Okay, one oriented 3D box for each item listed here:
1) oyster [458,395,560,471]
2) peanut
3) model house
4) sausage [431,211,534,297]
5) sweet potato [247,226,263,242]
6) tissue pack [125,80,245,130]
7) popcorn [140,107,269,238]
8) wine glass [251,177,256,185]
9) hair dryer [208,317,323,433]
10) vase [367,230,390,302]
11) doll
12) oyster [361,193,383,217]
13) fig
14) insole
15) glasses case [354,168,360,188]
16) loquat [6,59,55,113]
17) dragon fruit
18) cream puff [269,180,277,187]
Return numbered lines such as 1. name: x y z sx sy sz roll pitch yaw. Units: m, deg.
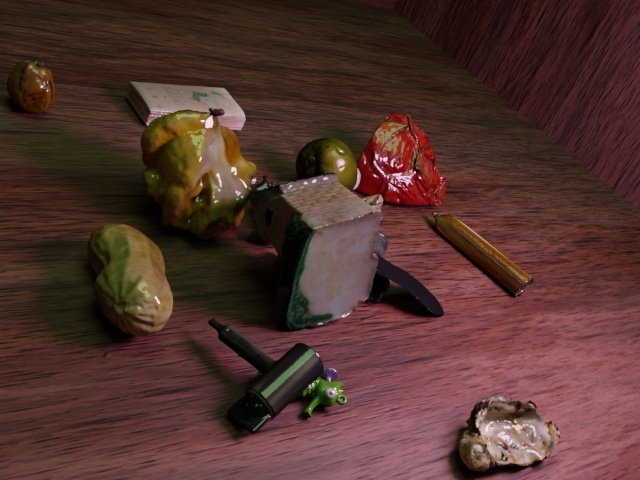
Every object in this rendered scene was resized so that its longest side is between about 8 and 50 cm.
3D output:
1. oyster: 0.400 0.425 1.633 0.295 0.094 0.166 19 48 -31
2. peanut: -0.379 0.070 1.523 0.147 0.147 0.305 8 34 -28
3. model house: -0.034 0.002 1.733 0.243 0.298 0.284 -13 42 -29
4. sausage: 0.466 0.028 2.283 0.082 0.082 0.371 -13 47 -47
5. sweet potato: -0.076 -0.036 1.894 0.219 0.065 0.051 -21 33 8
6. tissue pack: -0.397 -0.399 2.283 0.326 0.071 0.170 -5 44 -39
7. popcorn: -0.294 -0.162 1.846 0.297 0.281 0.315 -21 93 -57
8. wine glass: -0.219 -0.172 2.103 0.083 0.038 0.042 4 28 -36
9. hair dryer: -0.148 0.238 1.483 0.248 0.077 0.196 33 53 27
10. vase: 0.129 0.055 1.964 0.116 0.115 0.237 25 28 -3
11. doll: -0.039 0.293 1.523 0.190 0.050 0.115 15 41 -4
12. oyster: 0.070 -0.061 2.103 0.233 0.107 0.161 -15 40 -29
13. fig: 0.026 -0.197 2.192 0.191 0.181 0.181 28 18 -53
14. insole: 0.207 0.103 1.897 0.348 0.009 0.119 33 24 -42
15. glasses case: 0.042 -0.225 2.328 0.051 0.081 0.204 -17 44 -43
16. loquat: -0.737 -0.395 1.963 0.113 0.137 0.137 -2 41 -38
17. dragon fruit: 0.268 -0.232 2.443 0.330 0.302 0.240 28 2 -13
18. cream puff: -0.105 -0.084 1.992 0.156 0.156 0.121 -94 158 -56
